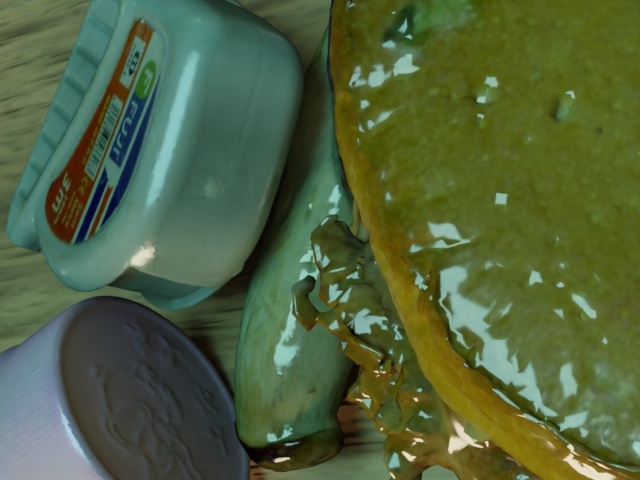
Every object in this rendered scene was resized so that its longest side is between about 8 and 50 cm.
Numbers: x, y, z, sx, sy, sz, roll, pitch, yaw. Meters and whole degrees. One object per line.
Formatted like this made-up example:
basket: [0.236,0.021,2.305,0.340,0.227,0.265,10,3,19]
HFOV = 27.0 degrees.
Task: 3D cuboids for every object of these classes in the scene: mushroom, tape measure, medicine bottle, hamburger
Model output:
mushroom: [0.002,0.001,0.959,0.107,0.087,0.333,10,85,57]
tape measure: [-0.117,-0.065,0.976,0.246,0.125,0.243,41,112,51]
medicine bottle: [-0.232,0.200,1.018,0.316,0.202,0.202,-35,65,24]
hamburger: [0.165,0.043,0.682,0.446,0.268,0.287,29,76,14]

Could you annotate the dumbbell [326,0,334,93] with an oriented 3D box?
dumbbell: [0.084,-0.250,0.912,0.144,0.160,0.324,-6,78,61]
